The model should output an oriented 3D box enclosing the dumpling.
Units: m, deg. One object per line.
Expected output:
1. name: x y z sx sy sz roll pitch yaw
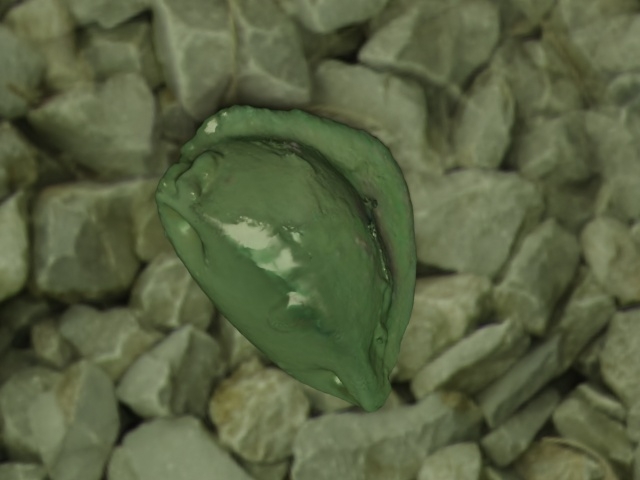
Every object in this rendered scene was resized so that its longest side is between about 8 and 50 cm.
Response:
1. dumpling: -0.002 0.005 1.126 0.149 0.105 0.216 -36 105 3
